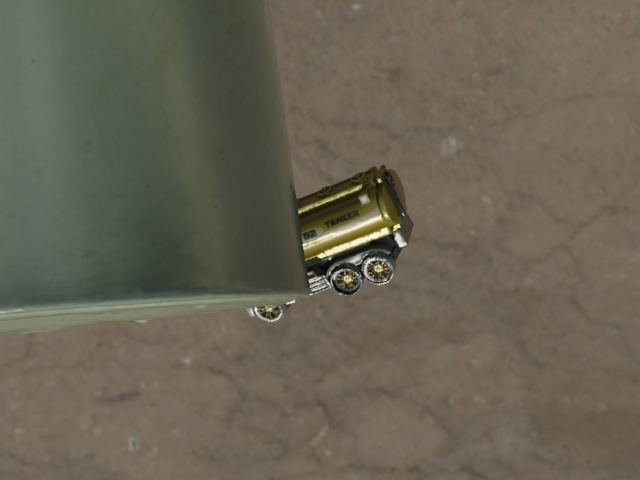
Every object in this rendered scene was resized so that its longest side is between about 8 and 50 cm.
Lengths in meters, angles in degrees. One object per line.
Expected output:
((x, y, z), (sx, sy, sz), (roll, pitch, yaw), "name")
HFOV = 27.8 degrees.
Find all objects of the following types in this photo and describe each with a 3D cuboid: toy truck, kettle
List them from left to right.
((-0.198, -0.139, 0.644), (0.361, 0.376, 0.250), (-4, 176, -12), "kettle")
((0.000, 0.000, 0.794), (0.123, 0.052, 0.063), (-21, 113, 24), "toy truck")
